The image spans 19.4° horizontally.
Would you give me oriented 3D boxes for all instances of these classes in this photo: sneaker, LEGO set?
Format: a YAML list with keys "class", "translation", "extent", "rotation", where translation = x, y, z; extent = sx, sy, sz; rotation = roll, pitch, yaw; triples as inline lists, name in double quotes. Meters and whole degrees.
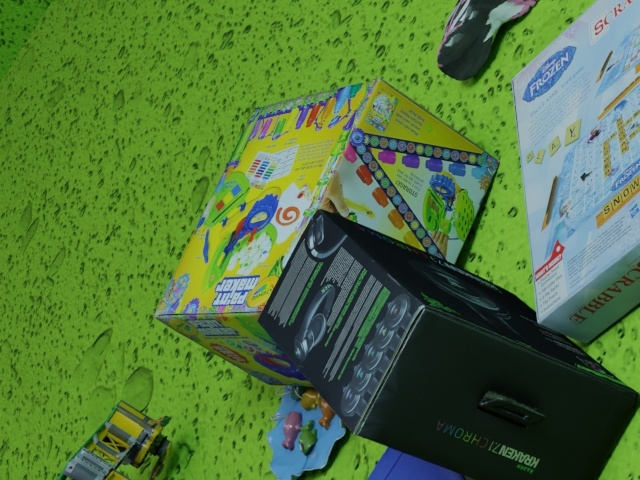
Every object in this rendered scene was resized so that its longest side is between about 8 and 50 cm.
- class: "sneaker"
  translation: [0.184, -0.268, 2.081]
  extent: [0.178, 0.072, 0.077]
  rotation: [-49, 20, 20]
- class: "LEGO set"
  translation: [-0.253, 0.381, 2.303]
  extent: [0.331, 0.192, 0.255]
  rotation: [-58, -2, 9]

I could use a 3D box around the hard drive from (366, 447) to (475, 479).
- class: "hard drive"
  translation: [0.099, 0.327, 1.778]
  extent: [0.210, 0.040, 0.319]
  rotation: [-59, 27, 15]

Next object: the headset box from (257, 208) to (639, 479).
- class: "headset box"
  translation: [0.113, 0.111, 1.697]
  extent: [0.131, 0.246, 0.283]
  rotation: [-62, 26, 9]

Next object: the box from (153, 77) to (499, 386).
- class: "box"
  translation: [0.000, 0.000, 2.041]
  extent: [0.290, 0.177, 0.279]
  rotation: [-5, 56, 61]

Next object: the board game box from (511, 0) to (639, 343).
- class: "board game box"
  translation: [0.309, -0.117, 1.723]
  extent: [0.318, 0.066, 0.318]
  rotation: [-43, 35, 39]

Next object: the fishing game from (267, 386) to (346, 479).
- class: "fishing game"
  translation: [-0.016, 0.186, 2.111]
  extent: [0.189, 0.041, 0.264]
  rotation: [-8, 62, 63]
